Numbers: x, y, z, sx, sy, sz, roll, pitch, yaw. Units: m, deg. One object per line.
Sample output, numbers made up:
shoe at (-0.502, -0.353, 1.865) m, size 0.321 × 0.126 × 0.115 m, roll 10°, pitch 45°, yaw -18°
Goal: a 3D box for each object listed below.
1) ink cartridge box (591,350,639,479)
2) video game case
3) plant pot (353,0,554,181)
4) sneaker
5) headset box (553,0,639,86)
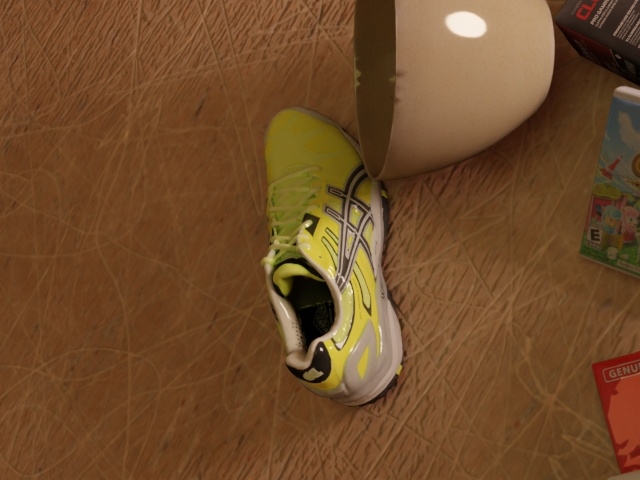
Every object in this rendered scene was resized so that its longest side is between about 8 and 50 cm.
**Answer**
ink cartridge box at (0.423, 0.202, 1.032) m, size 0.296 × 0.066 × 0.261 m, roll -20°, pitch 69°, yaw 23°
video game case at (0.375, -0.036, 1.085) m, size 0.212 × 0.023 × 0.193 m, roll 24°, pitch 120°, yaw 34°
plant pot at (0.150, -0.209, 1.208) m, size 0.191 × 0.284 × 0.284 m, roll -1°, pitch 73°, yaw -7°
sneaker at (0.000, 0.000, 1.276) m, size 0.145 × 0.147 × 0.384 m, roll -25°, pitch 64°, yaw 23°
headset box at (0.410, -0.256, 1.139) m, size 0.293 × 0.110 × 0.218 m, roll 37°, pitch 97°, yaw 31°
